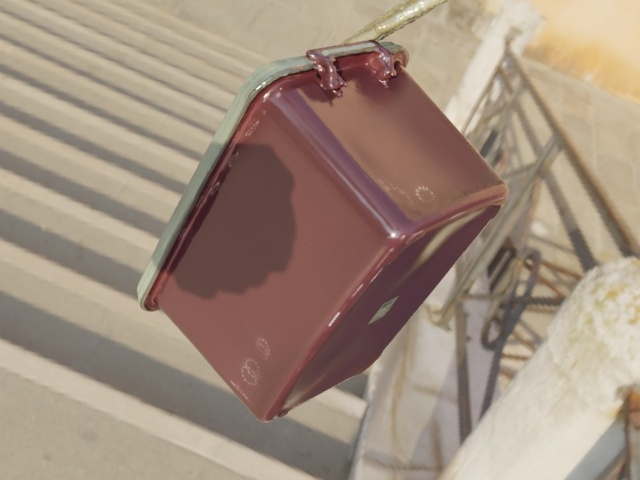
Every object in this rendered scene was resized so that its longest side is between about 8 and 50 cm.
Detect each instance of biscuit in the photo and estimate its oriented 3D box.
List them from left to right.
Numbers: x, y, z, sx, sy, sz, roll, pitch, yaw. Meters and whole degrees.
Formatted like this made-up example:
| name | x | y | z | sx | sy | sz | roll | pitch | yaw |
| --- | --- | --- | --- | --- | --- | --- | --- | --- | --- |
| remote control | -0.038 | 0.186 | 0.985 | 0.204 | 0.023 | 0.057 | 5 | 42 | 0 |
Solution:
| name | x | y | z | sx | sy | sz | roll | pitch | yaw |
| --- | --- | --- | --- | --- | --- | --- | --- | --- | --- |
| biscuit | 0.076 | -0.194 | 0.837 | 0.020 | 0.152 | 0.152 | 59 | 39 | -9 |

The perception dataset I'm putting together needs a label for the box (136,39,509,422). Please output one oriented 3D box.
| name | x | y | z | sx | sy | sz | roll | pitch | yaw |
| --- | --- | --- | --- | --- | --- | --- | --- | --- | --- |
| box | 0.000 | 0.000 | 0.807 | 0.193 | 0.294 | 0.167 | -19 | 62 | -45 |
